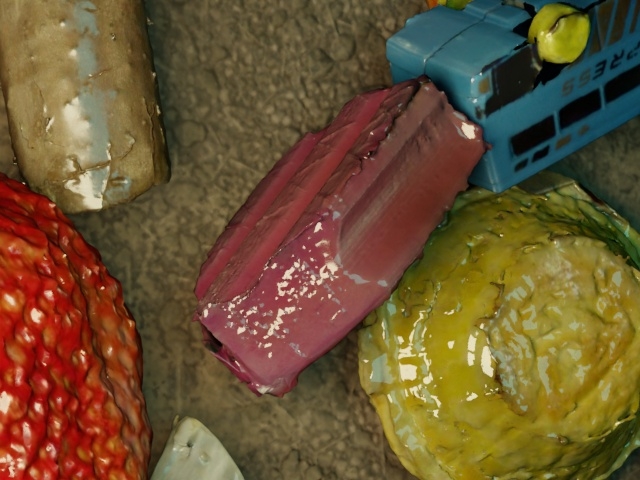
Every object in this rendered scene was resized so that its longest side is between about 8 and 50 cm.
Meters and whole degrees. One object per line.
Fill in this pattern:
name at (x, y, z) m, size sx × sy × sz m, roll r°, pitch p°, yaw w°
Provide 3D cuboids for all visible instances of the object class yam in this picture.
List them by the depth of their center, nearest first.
yam at (-0.198, -0.137, 1.437) m, size 0.128 × 0.129 × 0.238 m, roll -7°, pitch 84°, yaw -55°

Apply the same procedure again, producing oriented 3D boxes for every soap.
soap at (0.000, 0.000, 1.480) m, size 0.112 × 0.182 × 0.289 m, roll 45°, pitch 63°, yaw -14°

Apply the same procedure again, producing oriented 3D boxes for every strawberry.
strawberry at (-0.264, 0.112, 1.290) m, size 0.312 × 0.267 × 0.351 m, roll -33°, pitch 79°, yaw -28°

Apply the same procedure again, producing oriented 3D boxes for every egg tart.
egg tart at (0.199, 0.091, 1.581) m, size 0.341 × 0.132 × 0.341 m, roll 4°, pitch 81°, yaw -24°

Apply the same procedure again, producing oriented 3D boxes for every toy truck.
toy truck at (0.249, -0.200, 1.616) m, size 0.385 × 0.161 × 0.162 m, roll -31°, pitch 127°, yaw -24°

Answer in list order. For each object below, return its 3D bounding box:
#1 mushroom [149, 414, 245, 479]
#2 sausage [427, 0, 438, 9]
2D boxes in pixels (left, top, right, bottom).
mushroom at (-0.135, 0.320, 1.430) m, size 0.109 × 0.097 × 0.351 m, roll 19°, pitch 80°, yaw -23°
sausage at (0.114, -0.232, 1.638) m, size 0.031 × 0.031 × 0.107 m, roll -15°, pitch 89°, yaw -24°
